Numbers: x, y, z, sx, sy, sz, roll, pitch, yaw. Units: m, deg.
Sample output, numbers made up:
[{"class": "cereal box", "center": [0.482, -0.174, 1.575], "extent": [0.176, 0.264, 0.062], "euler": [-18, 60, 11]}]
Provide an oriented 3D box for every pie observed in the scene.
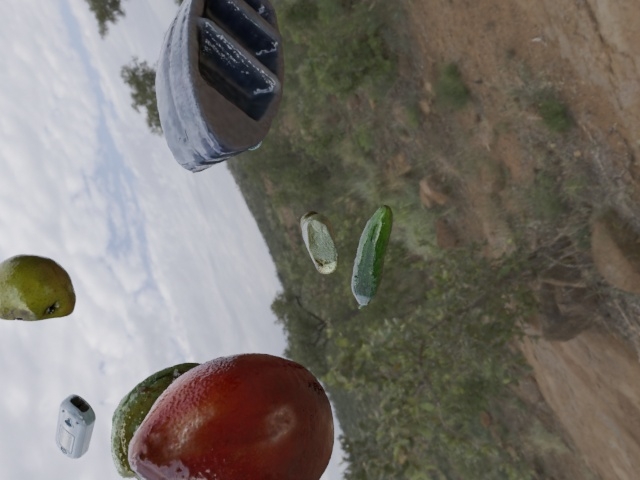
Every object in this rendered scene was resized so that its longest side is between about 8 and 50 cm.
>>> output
[{"class": "pie", "center": [-0.333, 0.433, 1.263], "extent": [0.071, 0.323, 0.323], "euler": [24, 141, 55]}]

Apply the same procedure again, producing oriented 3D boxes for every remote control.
[{"class": "remote control", "center": [-0.580, 0.443, 1.255], "extent": [0.087, 0.047, 0.244], "euler": [38, 130, 11]}]

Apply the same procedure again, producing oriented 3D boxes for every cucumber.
[{"class": "cucumber", "center": [0.088, 0.042, 0.960], "extent": [0.056, 0.056, 0.250], "euler": [-115, 24, -47]}]

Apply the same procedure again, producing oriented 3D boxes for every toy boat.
[{"class": "toy boat", "center": [-0.101, -0.180, 0.555], "extent": [0.127, 0.078, 0.282], "euler": [37, -140, -37]}]

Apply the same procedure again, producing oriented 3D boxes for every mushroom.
[{"class": "mushroom", "center": [-0.001, -0.004, 1.384], "extent": [0.333, 0.088, 0.107], "euler": [-109, 1, -76]}]

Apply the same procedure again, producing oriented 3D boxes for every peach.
[{"class": "peach", "center": [-0.082, 0.204, 0.612], "extent": [0.267, 0.159, 0.153], "euler": [31, -119, -49]}]

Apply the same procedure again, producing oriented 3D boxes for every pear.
[{"class": "pear", "center": [-0.473, 0.072, 0.876], "extent": [0.141, 0.141, 0.103], "euler": [-125, 43, -80]}]

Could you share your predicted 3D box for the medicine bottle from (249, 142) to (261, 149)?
[{"class": "medicine bottle", "center": [-0.179, -0.286, 1.215], "extent": [0.054, 0.090, 0.208], "euler": [20, -146, -42]}]
